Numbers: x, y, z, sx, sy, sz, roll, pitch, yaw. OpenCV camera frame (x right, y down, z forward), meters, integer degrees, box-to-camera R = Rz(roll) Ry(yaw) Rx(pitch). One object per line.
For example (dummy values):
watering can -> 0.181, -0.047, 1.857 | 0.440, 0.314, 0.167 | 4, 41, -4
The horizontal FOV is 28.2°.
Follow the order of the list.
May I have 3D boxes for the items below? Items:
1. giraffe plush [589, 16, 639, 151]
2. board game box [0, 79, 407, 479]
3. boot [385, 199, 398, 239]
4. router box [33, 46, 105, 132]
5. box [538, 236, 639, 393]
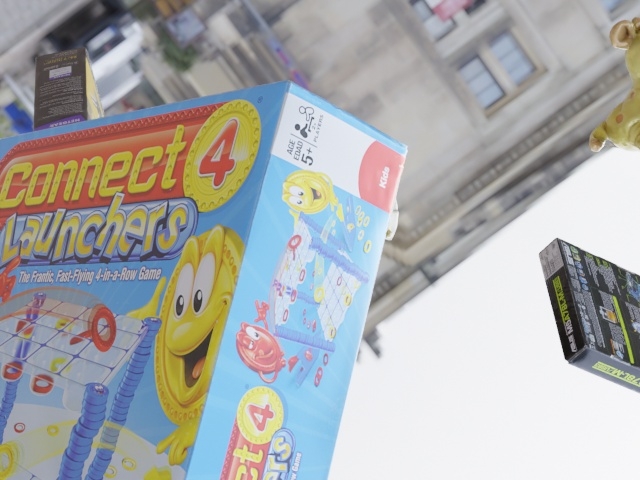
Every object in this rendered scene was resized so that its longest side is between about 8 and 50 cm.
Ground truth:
giraffe plush -> 0.436, -0.192, 1.589 | 0.210, 0.170, 0.181 | 13, -165, 37
board game box -> -0.118, 0.083, 0.703 | 0.308, 0.086, 0.302 | -4, -113, 48
boot -> 0.000, 0.000, 1.119 | 0.077, 0.213, 0.165 | -1, 170, 34
router box -> -0.342, -0.092, 1.870 | 0.081, 0.309, 0.243 | -12, -144, -3
box -> 0.376, 0.103, 1.631 | 0.045, 0.184, 0.190 | -45, -146, 34
